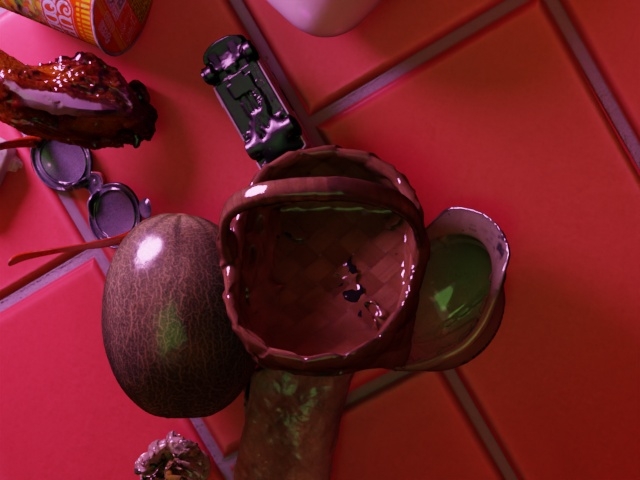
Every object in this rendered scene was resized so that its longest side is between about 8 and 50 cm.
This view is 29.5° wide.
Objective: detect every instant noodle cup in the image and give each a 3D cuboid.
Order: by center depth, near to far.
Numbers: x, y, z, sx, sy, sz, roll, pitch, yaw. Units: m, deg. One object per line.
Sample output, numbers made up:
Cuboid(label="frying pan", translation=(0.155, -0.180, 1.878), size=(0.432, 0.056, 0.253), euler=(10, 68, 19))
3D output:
Cuboid(label="instant noodle cup", translation=(-0.376, -0.389, 1.790), size=(0.212, 0.193, 0.193), euler=(17, 102, 15))

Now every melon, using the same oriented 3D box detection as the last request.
Cuboid(label="melon", translation=(-0.204, 0.109, 1.798), size=(0.237, 0.237, 0.301), euler=(-3, 93, 12))

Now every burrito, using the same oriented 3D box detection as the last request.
Cuboid(label="burrito", translation=(-0.042, 0.267, 1.868), size=(0.175, 0.107, 0.347), euler=(13, 104, -5))

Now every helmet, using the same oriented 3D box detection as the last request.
Cuboid(label="helmet", translation=(0.199, 0.094, 1.771), size=(0.257, 0.137, 0.204), euler=(-51, 45, 6))

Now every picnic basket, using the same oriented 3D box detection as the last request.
Cuboid(label="picnic basket", translation=(0.000, 0.000, 1.631), size=(0.293, 0.337, 0.337), euler=(0, 99, 8))

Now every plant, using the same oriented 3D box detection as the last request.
Cuboid(label="plant", translation=(-0.235, 0.366, 1.914), size=(0.116, 0.122, 0.104), euler=(-33, 103, 7))

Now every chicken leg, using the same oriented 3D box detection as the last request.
Cuboid(label="chicken leg", translation=(-0.429, -0.242, 1.790), size=(0.407, 0.096, 0.158), euler=(30, 89, -17))

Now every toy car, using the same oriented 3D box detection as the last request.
Cuboid(label="toy car", translation=(-0.090, -0.204, 1.795), size=(0.089, 0.108, 0.209), euler=(-31, 88, 17))

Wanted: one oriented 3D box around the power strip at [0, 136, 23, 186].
Cuboid(label="power strip", translation=(-0.608, -0.154, 1.933), size=(0.270, 0.046, 0.118), euler=(29, 104, 4))

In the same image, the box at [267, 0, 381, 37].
Cuboid(label="box", translation=(0.025, -0.481, 1.695), size=(0.289, 0.141, 0.349), euler=(43, 101, -4))

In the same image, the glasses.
Cuboid(label="glasses", translation=(-0.403, -0.071, 1.795), size=(0.234, 0.268, 0.118), euler=(46, 112, 10))
